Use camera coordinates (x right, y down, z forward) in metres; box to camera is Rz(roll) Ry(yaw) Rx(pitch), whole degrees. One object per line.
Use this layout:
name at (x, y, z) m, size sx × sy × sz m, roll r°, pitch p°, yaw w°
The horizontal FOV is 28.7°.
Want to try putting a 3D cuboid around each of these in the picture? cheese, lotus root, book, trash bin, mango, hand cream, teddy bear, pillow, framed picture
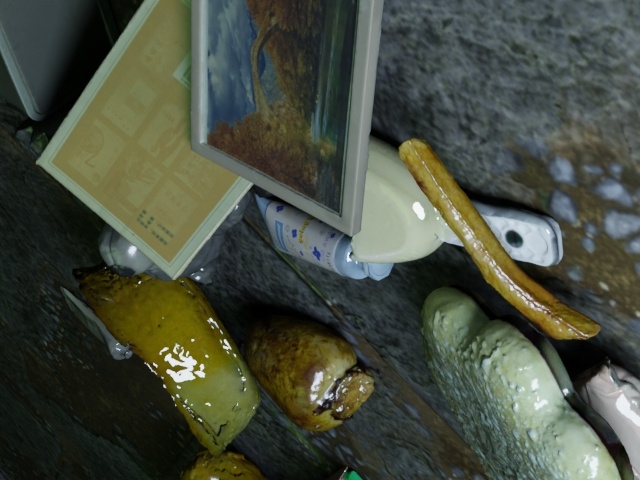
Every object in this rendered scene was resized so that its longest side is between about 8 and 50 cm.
cheese at (0.082, -0.024, 0.987) m, size 0.235 × 0.050 × 0.127 m, roll 13°, pitch 130°, yaw 35°
lotus root at (-0.031, 0.129, 1.312) m, size 0.191 × 0.095 × 0.108 m, roll 26°, pitch 113°, yaw 47°
book at (-0.129, -0.094, 1.093) m, size 0.170 × 0.018 × 0.241 m, roll 41°, pitch 124°, yaw -2°
trash bin at (-0.325, -0.245, 1.211) m, size 0.241 × 0.122 × 0.164 m, roll 30°, pitch 149°, yaw 34°
mango at (-0.138, 0.380, 1.737) m, size 0.248 × 0.156 × 0.151 m, roll 84°, pitch 172°, yaw -48°
hand cream at (0.000, 0.000, 1.148) m, size 0.171 × 0.043 × 0.065 m, roll 21°, pitch 138°, yaw 49°
hand cream at (-0.321, 0.121, 1.793) m, size 0.165 × 0.037 × 0.057 m, roll 36°, pitch 152°, yaw 37°
teddy bear at (-0.165, -0.048, 1.219) m, size 0.171 × 0.144 × 0.251 m, roll -21°, pitch 112°, yaw 46°
pillow at (0.283, 0.208, 0.986) m, size 0.270 × 0.067 × 0.173 m, roll 46°, pitch 159°, yaw 3°
framed picture at (-0.032, -0.142, 0.957) m, size 0.184 × 0.016 × 0.249 m, roll 29°, pitch 132°, yaw 29°

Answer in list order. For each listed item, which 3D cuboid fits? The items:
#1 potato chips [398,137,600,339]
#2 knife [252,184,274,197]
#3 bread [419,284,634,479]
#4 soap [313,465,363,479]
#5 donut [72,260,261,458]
potato chips at (0.127, 0.003, 0.924) m, size 0.204 × 0.026 × 0.037 m, roll 47°, pitch 132°, yaw -7°
knife at (-0.092, -0.140, 1.121) m, size 0.060 × 0.028 × 0.230 m, roll -21°, pitch 107°, yaw 48°
bread at (0.170, 0.163, 0.983) m, size 0.286 × 0.056 × 0.207 m, roll 59°, pitch 166°, yaw -1°
soap at (0.071, 0.409, 1.523) m, size 0.273 × 0.098 × 0.218 m, roll 46°, pitch 153°, yaw 2°
donut at (-0.161, 0.114, 1.421) m, size 0.272 × 0.107 × 0.272 m, roll 52°, pitch 173°, yaw 10°
